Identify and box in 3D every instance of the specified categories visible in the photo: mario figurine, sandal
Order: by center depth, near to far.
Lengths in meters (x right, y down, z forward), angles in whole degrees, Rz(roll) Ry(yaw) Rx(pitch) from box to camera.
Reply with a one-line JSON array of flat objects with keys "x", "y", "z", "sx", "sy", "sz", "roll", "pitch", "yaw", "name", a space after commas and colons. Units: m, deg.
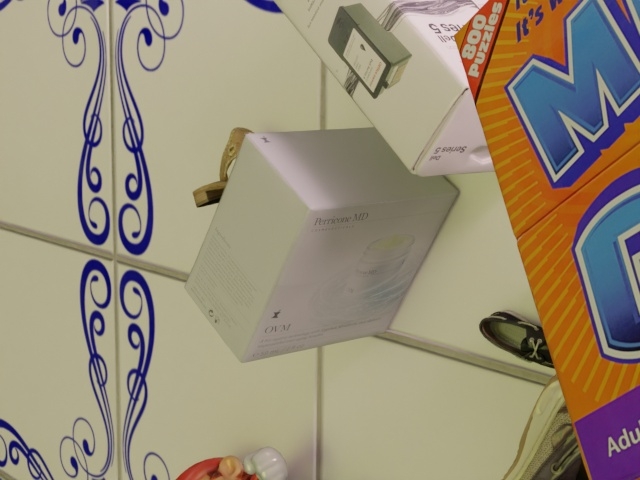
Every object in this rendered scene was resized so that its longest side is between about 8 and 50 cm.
[{"x": -0.096, "y": 0.379, "z": 1.531, "sx": 0.321, "sy": 0.170, "sz": 0.198, "roll": 3, "pitch": 64, "yaw": 41, "name": "mario figurine"}, {"x": -0.107, "y": -0.107, "z": 1.532, "sx": 0.240, "sy": 0.088, "sz": 0.079, "roll": -19, "pitch": 87, "yaw": 54, "name": "sandal"}]

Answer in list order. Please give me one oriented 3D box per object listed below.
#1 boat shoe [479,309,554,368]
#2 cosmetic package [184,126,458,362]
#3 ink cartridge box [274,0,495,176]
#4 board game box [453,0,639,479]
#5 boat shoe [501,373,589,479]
[{"x": 0.222, "y": 0.107, "z": 1.227, "sx": 0.125, "sy": 0.038, "sz": 0.046, "roll": 29, "pitch": 117, "yaw": 43, "name": "boat shoe"}, {"x": 0.000, "y": 0.000, "z": 1.322, "sx": 0.138, "sy": 0.224, "sz": 0.224, "roll": 48, "pitch": 129, "yaw": 34, "name": "cosmetic package"}, {"x": 0.110, "y": -0.201, "z": 1.182, "sx": 0.273, "sy": 0.198, "sz": 0.114, "roll": 54, "pitch": 131, "yaw": 28, "name": "ink cartridge box"}, {"x": 0.365, "y": -0.065, "z": 0.733, "sx": 0.356, "sy": 0.356, "sz": 0.356, "roll": -43, "pitch": 49, "yaw": 44, "name": "board game box"}, {"x": 0.242, "y": 0.264, "z": 1.177, "sx": 0.092, "sy": 0.103, "sz": 0.285, "roll": 45, "pitch": 123, "yaw": 55, "name": "boat shoe"}]
